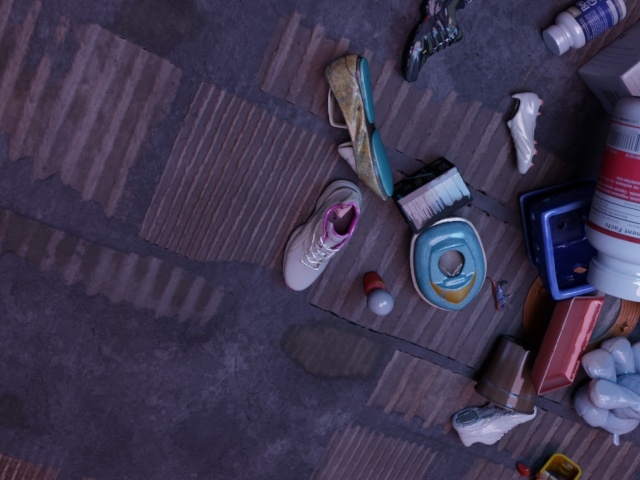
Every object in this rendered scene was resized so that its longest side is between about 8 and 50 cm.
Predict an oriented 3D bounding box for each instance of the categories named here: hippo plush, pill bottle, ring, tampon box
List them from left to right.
[{"bbox_3d":[0.263,-0.110,1.701,0.161,0.120,0.101,-31,109,4],"label":"tampon box"},{"bbox_3d":[0.603,-0.503,1.626,0.169,0.094,0.094,-34,109,5],"label":"pill bottle"},{"bbox_3d":[0.711,0.185,1.901,0.337,0.032,0.336,-2,109,-7],"label":"ring"},{"bbox_3d":[0.821,0.410,1.910,0.295,0.234,0.236,20,149,9],"label":"hippo plush"},{"bbox_3d":[0.694,-0.086,1.483,0.229,0.229,0.407,5,107,-8],"label":"pill bottle"}]

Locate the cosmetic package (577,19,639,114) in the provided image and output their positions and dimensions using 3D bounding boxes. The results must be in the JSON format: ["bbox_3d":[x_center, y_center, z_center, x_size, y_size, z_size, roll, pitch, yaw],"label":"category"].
[{"bbox_3d":[0.823,-0.449,1.609,0.385,0.217,0.156,-41,109,6],"label":"cosmetic package"}]

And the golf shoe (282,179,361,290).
[{"bbox_3d":[0.000,0.000,1.698,0.115,0.140,0.306,25,105,-16],"label":"golf shoe"}]

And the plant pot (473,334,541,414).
[{"bbox_3d":[0.515,0.349,1.870,0.167,0.167,0.165,18,98,-12],"label":"plant pot"}]

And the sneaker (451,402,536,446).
[{"bbox_3d":[0.487,0.507,1.961,0.232,0.090,0.115,-16,116,8],"label":"sneaker"}]

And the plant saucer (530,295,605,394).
[{"bbox_3d":[0.623,0.254,1.798,0.259,0.048,0.258,5,105,-53],"label":"plant saucer"}]

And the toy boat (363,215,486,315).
[{"bbox_3d":[0.259,0.092,1.746,0.319,0.148,0.267,-19,118,2],"label":"toy boat"}]

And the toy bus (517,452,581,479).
[{"bbox_3d":[0.677,0.693,2.024,0.104,0.202,0.190,-39,103,-25],"label":"toy bus"}]

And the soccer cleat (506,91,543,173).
[{"bbox_3d":[0.486,-0.261,1.711,0.076,0.068,0.196,4,101,-3],"label":"soccer cleat"}]

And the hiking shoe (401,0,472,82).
[{"bbox_3d":[0.264,-0.459,1.604,0.114,0.086,0.226,19,104,-9],"label":"hiking shoe"}]

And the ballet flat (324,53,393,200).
[{"bbox_3d":[0.084,-0.256,1.646,0.123,0.123,0.348,-15,110,-2],"label":"ballet flat"}]

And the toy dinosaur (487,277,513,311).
[{"bbox_3d":[0.473,0.146,1.867,0.090,0.047,0.082,26,116,20],"label":"toy dinosaur"}]

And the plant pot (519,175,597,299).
[{"bbox_3d":[0.621,-0.023,1.726,0.236,0.212,0.235,-16,110,-2],"label":"plant pot"}]
